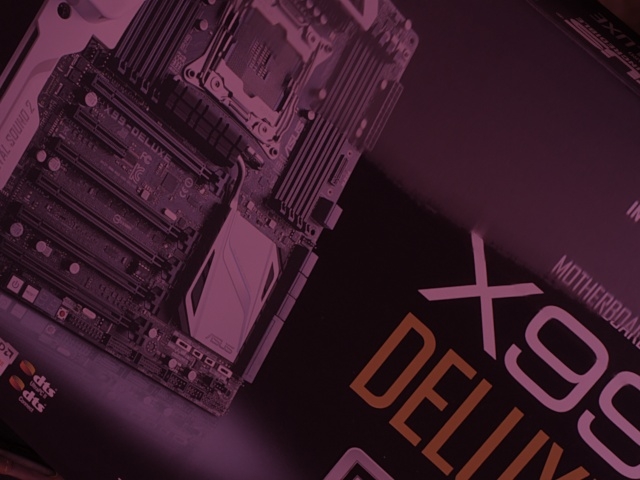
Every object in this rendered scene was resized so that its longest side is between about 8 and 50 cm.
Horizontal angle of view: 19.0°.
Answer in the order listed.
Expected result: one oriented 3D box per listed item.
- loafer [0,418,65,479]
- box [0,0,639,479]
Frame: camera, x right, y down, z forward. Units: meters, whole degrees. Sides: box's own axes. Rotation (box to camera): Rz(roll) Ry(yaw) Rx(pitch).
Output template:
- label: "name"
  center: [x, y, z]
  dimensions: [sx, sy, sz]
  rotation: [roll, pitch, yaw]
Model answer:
- label: "loafer"
  center: [-0.095, 0.135, 0.832]
  dimensions: [0.096, 0.084, 0.267]
  rotation: [-40, 124, 14]
- label: "box"
  center: [0.000, 0.000, 0.661]
  dimensions: [0.307, 0.076, 0.242]
  rotation: [42, 112, 10]
